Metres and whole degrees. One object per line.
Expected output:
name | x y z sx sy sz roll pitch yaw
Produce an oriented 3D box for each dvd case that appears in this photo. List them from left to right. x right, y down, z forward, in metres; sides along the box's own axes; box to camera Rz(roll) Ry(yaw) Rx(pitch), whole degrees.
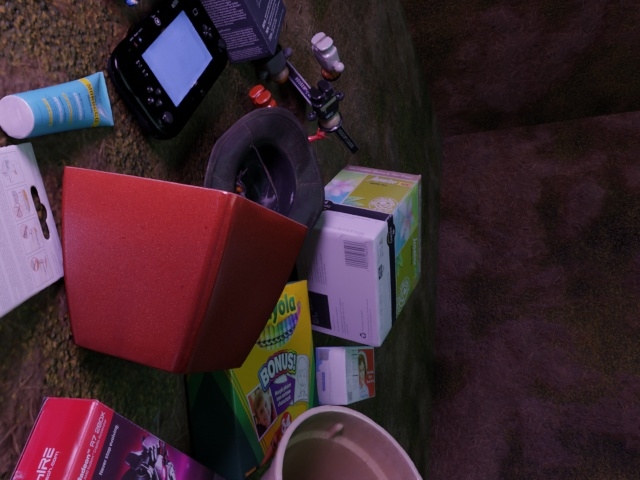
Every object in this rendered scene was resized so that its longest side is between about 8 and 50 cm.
dvd case | 0.000 -0.341 1.577 0.239 0.029 0.179 55 9 25

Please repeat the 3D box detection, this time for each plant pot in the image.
plant pot | -0.204 0.054 0.879 0.267 0.267 0.236 25 76 -69
plant pot | -0.017 0.519 1.085 0.333 0.305 0.334 28 34 -21

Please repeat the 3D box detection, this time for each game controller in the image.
game controller | -0.254 -0.315 1.063 0.319 0.067 0.167 -72 149 -45

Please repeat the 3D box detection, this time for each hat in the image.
hat | -0.139 -0.099 1.219 0.331 0.133 0.332 -3 94 -50

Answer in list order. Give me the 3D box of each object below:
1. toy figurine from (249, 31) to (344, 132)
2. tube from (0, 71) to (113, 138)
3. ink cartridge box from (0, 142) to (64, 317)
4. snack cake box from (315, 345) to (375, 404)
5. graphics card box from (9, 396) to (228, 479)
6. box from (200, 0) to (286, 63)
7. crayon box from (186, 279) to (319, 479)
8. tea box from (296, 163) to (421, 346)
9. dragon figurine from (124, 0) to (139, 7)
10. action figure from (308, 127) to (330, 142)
toy figurine | -0.048 -0.353 1.401 0.148 0.212 0.210 60 29 -64
tube | -0.348 -0.182 0.836 0.207 0.052 0.080 -56 146 -67
ink cartridge box | -0.392 -0.009 0.709 0.232 0.066 0.189 -94 174 -76
snack cake box | 0.075 0.373 1.721 0.264 0.089 0.152 23 63 -66
graphics card box | -0.272 0.394 0.844 0.371 0.094 0.233 61 32 -48
box | -0.168 -0.499 1.258 0.207 0.108 0.153 57 36 -49
crayon box | -0.123 0.254 1.223 0.363 0.106 0.314 -7 92 -68
tea box | 0.107 0.029 1.561 0.323 0.219 0.329 -51 144 -46
dragon figurine | -0.281 -0.484 1.002 0.289 0.143 0.085 -101 166 -44
action figure | -0.036 -0.166 1.498 0.091 0.138 0.281 -44 124 -63
